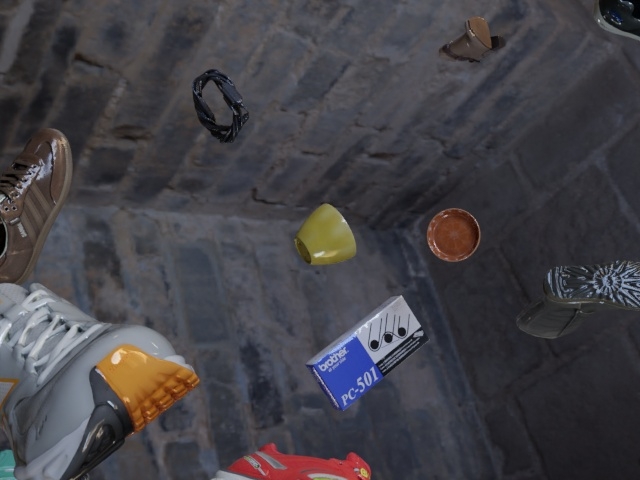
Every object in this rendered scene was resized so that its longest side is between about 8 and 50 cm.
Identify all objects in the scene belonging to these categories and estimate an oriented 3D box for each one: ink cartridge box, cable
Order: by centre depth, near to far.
[{"bbox_3d":[0.083,0.194,1.256,0.097,0.207,0.046,57,158,-5],"label":"ink cartridge box"},{"bbox_3d":[-0.248,-0.326,1.749,0.184,0.047,0.150,47,135,16],"label":"cable"}]

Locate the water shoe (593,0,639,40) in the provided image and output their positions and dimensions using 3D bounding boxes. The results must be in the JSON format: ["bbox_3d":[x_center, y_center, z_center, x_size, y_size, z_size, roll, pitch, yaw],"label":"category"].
[{"bbox_3d":[0.460,-0.290,0.939,0.080,0.203,0.073,-161,76,-79],"label":"water shoe"}]

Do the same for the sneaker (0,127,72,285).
[{"bbox_3d":[-0.332,-0.042,0.795,0.066,0.071,0.188,9,81,23],"label":"sneaker"}]

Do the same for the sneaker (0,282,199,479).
[{"bbox_3d":[-0.162,0.074,0.422,0.121,0.099,0.262,56,147,-3],"label":"sneaker"}]

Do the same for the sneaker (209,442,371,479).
[{"bbox_3d":[0.022,0.237,0.634,0.279,0.118,0.107,9,116,36],"label":"sneaker"}]

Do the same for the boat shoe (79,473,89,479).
[{"bbox_3d":[-0.535,0.542,1.576,0.228,0.080,0.076,111,179,-60],"label":"boat shoe"}]

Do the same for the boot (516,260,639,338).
[{"bbox_3d":[0.401,0.100,1.079,0.189,0.208,0.076,6,63,11],"label":"boot"}]

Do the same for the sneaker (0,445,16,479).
[{"bbox_3d":[-0.381,0.343,0.819,0.224,0.083,0.098,-114,37,-53],"label":"sneaker"}]

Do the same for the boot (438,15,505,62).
[{"bbox_3d":[0.214,-0.290,1.064,0.087,0.118,0.042,-7,79,40],"label":"boot"}]

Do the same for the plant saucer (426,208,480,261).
[{"bbox_3d":[0.208,-0.008,1.126,0.083,0.013,0.083,-2,84,21],"label":"plant saucer"}]

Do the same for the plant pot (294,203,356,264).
[{"bbox_3d":[0.000,0.000,1.566,0.134,0.095,0.134,49,157,29],"label":"plant pot"}]
